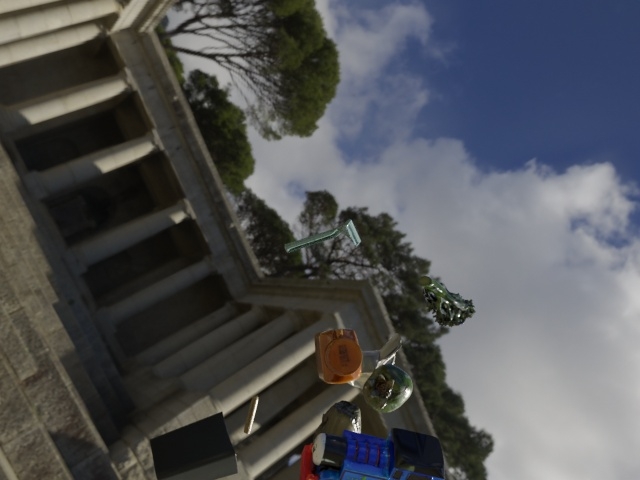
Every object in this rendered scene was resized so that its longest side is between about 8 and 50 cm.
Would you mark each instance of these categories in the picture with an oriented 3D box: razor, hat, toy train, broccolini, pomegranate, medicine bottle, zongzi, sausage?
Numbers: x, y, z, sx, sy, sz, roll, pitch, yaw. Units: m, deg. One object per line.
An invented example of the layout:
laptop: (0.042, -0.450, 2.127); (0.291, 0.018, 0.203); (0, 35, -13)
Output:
razor: (0.000, -0.007, 2.143); (0.277, 0.056, 0.111); (-13, -49, 18)
hat: (0.186, 0.414, 2.079); (0.164, 0.226, 0.219); (20, -29, 10)
toy train: (0.077, 0.349, 0.894); (0.203, 0.083, 0.131); (14, -61, -5)
broccolini: (0.225, 0.096, 1.048); (0.091, 0.068, 0.203); (13, -24, 30)
pomegranate: (0.200, 0.448, 1.768); (0.131, 0.152, 0.191); (40, -6, 20)
medicine bottle: (0.051, 0.329, 1.666); (0.222, 0.111, 0.150); (126, -42, -79)
zongzi: (0.010, 0.546, 1.516); (0.112, 0.242, 0.221); (31, -39, 33)
sausage: (-0.228, 0.574, 1.925); (0.024, 0.024, 0.133); (20, -82, 48)

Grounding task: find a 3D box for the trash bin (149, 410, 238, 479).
trash bin: (-0.376, 0.634, 1.728); (0.165, 0.225, 0.115); (-124, -155, -48)
